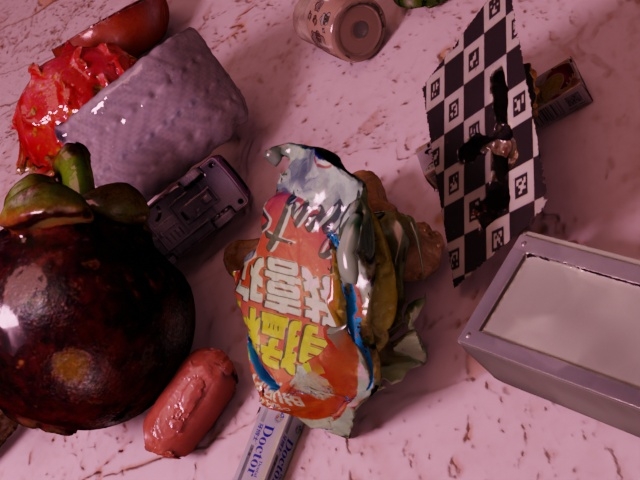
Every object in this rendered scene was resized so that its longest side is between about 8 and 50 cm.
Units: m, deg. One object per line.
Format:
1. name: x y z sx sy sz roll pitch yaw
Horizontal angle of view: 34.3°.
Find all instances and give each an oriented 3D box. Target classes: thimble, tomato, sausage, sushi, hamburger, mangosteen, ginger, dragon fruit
1. thimble: -0.229 -0.164 1.439 0.245 0.157 0.217 -39 11 -11
2. tomato: -0.345 -0.343 1.763 0.225 0.085 0.225 -29 17 10
3. sausage: -0.149 0.189 1.190 0.076 0.076 0.141 25 74 49
4. sushi: 0.185 -0.108 1.088 0.192 0.043 0.279 128 145 -51
5. hamburger: 0.023 0.043 1.074 0.260 0.150 0.276 55 134 45
6. mangosteen: -0.291 0.075 1.231 0.311 0.311 0.311 -23 45 25
7. ginger: 0.000 0.000 1.219 0.333 0.081 0.148 -14 71 36
8. dragon fruit: -0.380 -0.191 1.616 0.268 0.210 0.205 -46 22 10

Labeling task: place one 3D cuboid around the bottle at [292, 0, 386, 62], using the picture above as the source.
1. bottle: 0.017 -0.309 1.444 0.099 0.099 0.152 -48 36 -2

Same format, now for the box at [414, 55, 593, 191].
1. box: 0.204 -0.131 1.172 0.207 0.041 0.050 -30 47 19

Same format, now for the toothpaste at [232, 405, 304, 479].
1. toothpaste: -0.068 0.257 1.095 0.046 0.034 0.164 1 59 38

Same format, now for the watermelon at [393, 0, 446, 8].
1. watermelon: 0.139 -0.363 1.404 0.105 0.062 0.105 -19 42 18

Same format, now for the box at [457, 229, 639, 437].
1. box: 0.251 0.084 0.919 0.225 0.086 0.129 18 70 48

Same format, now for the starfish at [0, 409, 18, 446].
1. starfish: -0.449 0.138 1.359 0.132 0.384 0.398 21 86 29

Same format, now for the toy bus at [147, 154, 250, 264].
1. toy bus: -0.181 -0.032 1.383 0.178 0.087 0.098 -38 9 9
